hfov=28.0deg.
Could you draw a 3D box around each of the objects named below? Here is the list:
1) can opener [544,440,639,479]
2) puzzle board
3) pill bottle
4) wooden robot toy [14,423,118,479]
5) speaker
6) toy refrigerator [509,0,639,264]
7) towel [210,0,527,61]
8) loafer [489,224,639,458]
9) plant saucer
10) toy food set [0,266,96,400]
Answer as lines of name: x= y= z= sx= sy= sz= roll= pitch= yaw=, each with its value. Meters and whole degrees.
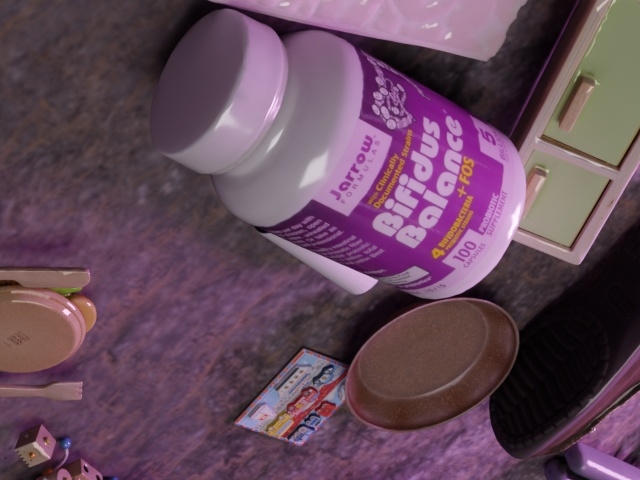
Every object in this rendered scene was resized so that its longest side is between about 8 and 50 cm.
can opener: x=0.409 y=0.344 z=1.623 sx=0.283 sy=0.095 sz=0.076 roll=27 pitch=119 yaw=-28
puzzle board: x=-0.019 y=0.173 z=1.395 sx=0.096 sy=0.011 sz=0.128 roll=23 pitch=120 yaw=-35
pill bottle: x=0.016 y=-0.072 z=1.068 sx=0.301 sy=0.169 sz=0.169 roll=23 pitch=121 yaw=-35
wooden robot toy: x=-0.278 y=0.267 z=1.356 sx=0.079 sy=0.076 sz=0.173 roll=-22 pitch=136 yaw=16
speaker: x=0.000 y=0.000 z=1.210 sx=0.055 sy=0.055 sz=0.136 roll=-40 pitch=131 yaw=18
toy refrigerator: x=0.242 y=-0.114 z=1.137 sx=0.102 sy=0.094 sz=0.269 roll=22 pitch=126 yaw=-2
towel: x=0.065 y=-0.302 z=0.954 sx=0.317 sy=0.053 sz=0.332 roll=8 pitch=129 yaw=-27
loafer: x=0.331 y=0.112 z=1.374 sx=0.130 sy=0.134 sz=0.366 roll=24 pitch=120 yaw=-35
plant saucer: x=0.114 y=0.125 z=1.375 sx=0.198 sy=0.036 sz=0.199 roll=-12 pitch=133 yaw=-14
toy food set: x=-0.278 y=0.078 z=1.205 sx=0.132 sy=0.038 sz=0.192 roll=3 pitch=136 yaw=-12
